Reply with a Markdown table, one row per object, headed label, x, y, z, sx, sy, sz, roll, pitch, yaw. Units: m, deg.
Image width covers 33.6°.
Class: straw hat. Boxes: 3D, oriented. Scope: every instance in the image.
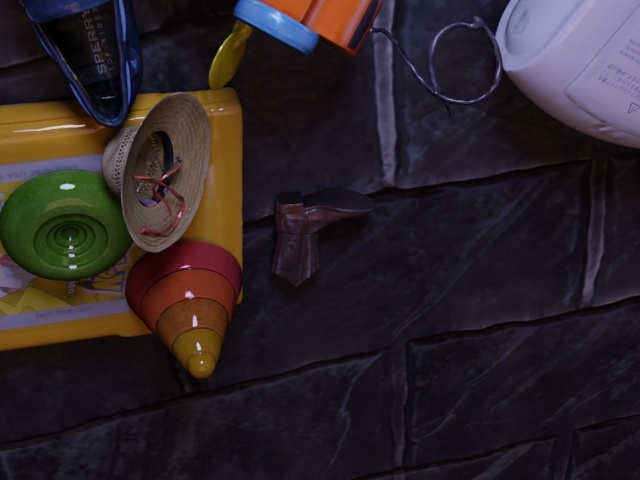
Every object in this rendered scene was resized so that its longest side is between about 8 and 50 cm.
| label | x | y | z | sx | sy | sz | roll | pitch | yaw |
| --- | --- | --- | --- | --- | --- | --- | --- | --- | --- |
| straw hat | -0.158 | -0.065 | 0.931 | 0.061 | 0.144 | 0.144 | 17 | 139 | 24 |

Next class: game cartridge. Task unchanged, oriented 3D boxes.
| label | x | y | z | sx | sy | sz | roll | pitch | yaw |
| --- | --- | --- | --- | --- | --- | --- | --- | --- | --- |
| game cartridge | -0.236 | -0.009 | 1.033 | 0.323 | 0.053 | 0.285 | -6 | 133 | -10 |

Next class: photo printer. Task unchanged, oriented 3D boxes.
| label | x | y | z | sx | sy | sz | roll | pitch | yaw |
| --- | --- | --- | --- | --- | --- | --- | --- | --- | --- |
| photo printer | 0.325 | -0.223 | 0.960 | 0.256 | 0.107 | 0.307 | 17 | 125 | -31 |

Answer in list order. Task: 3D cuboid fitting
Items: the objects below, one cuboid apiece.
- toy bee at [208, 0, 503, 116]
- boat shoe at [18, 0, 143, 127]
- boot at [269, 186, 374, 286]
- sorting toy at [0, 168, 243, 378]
| label | x | y | z | sx | sy | sz | roll | pitch | yaw |
| --- | --- | --- | --- | --- | --- | --- | --- | --- | --- |
| toy bee | -0.020 | -0.193 | 0.872 | 0.195 | 0.162 | 0.298 | -41 | 100 | 2 |
| boat shoe | -0.189 | -0.205 | 0.839 | 0.109 | 0.089 | 0.258 | -21 | 134 | 3 |
| boot | 0.000 | 0.000 | 1.118 | 0.106 | 0.037 | 0.114 | 2 | 129 | -1 |
| sorting toy | -0.205 | 0.032 | 0.964 | 0.127 | 0.126 | 0.365 | -40 | 132 | 19 |
